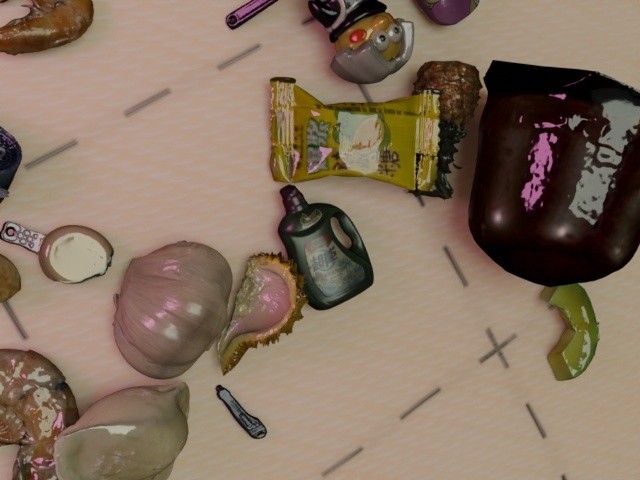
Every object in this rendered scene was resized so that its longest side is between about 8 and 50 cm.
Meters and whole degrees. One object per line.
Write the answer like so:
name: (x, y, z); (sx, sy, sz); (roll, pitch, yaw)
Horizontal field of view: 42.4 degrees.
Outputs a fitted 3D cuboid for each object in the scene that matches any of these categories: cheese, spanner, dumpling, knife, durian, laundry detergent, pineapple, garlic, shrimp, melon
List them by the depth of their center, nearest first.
shrimp: (-0.489, 0.338, 1.225); (0.247, 0.085, 0.360); (10, 82, -13)
dumpling: (-0.294, 0.321, 1.267); (0.252, 0.132, 0.179); (-15, 117, -52)
shrimp: (-0.445, -0.349, 1.268); (0.188, 0.051, 0.132); (-28, 81, -26)
cheese: (-0.406, 0.020, 1.272); (0.171, 0.048, 0.092); (4, 86, -23)
garlic: (-0.228, 0.112, 1.298); (0.178, 0.143, 0.229); (26, 89, -22)
spanner: (-0.069, -0.408, 1.368); (0.209, 0.012, 0.046); (-26, 92, 18)
durian: (-0.097, 0.131, 1.380); (0.140, 0.078, 0.224); (31, 88, 25)
knife: (-0.135, 0.290, 1.397); (0.031, 0.018, 0.121); (-40, 103, -10)
laundry detergent: (0.000, 0.000, 1.427); (0.144, 0.078, 0.221); (-26, 97, -22)
pineapple: (0.218, -0.197, 1.496); (0.128, 0.128, 0.247); (9, 91, -22)
melon: (0.495, 0.166, 1.636); (0.118, 0.064, 0.209); (-21, 95, -16)

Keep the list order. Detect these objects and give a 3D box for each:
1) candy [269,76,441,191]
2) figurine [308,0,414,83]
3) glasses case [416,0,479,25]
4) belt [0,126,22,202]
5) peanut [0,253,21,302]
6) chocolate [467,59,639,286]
candy: (0.059, -0.181, 1.418); (0.298, 0.081, 0.187); (2, 94, -3)
figurine: (0.065, -0.390, 1.428); (0.176, 0.133, 0.236); (-33, 97, -28)
glasses case: (0.181, -0.541, 1.503); (0.123, 0.076, 0.316); (-40, 104, -18)
belt: (-0.551, -0.119, 1.180); (0.218, 0.128, 0.122); (19, 45, -23)
peanut: (-0.543, 0.037, 1.199); (0.214, 0.099, 0.099); (25, 80, -26)
chocolate: (0.414, -0.093, 1.465); (0.384, 0.384, 0.331); (25, 88, -20)
